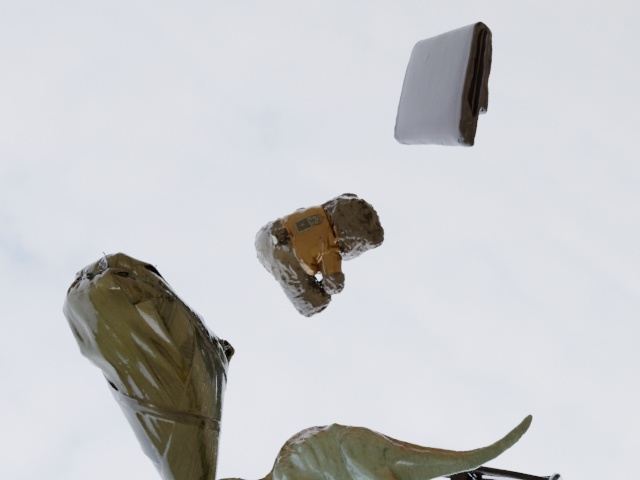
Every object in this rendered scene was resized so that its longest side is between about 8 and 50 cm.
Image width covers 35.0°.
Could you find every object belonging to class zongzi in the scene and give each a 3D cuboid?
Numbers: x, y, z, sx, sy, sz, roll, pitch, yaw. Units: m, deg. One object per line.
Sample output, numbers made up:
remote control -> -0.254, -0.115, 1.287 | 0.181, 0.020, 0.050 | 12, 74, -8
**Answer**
zongzi -> -0.201, 0.169, 1.168 | 0.251, 0.125, 0.274 | 50, -156, -37

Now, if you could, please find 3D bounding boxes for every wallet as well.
wallet -> 0.185, -0.231, 1.550 | 0.049, 0.181, 0.229 | 8, -179, -22

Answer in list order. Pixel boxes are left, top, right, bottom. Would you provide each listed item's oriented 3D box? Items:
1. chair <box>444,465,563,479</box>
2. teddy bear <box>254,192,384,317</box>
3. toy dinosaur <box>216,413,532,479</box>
chair -> 0.190, 0.369, 1.380 | 0.260, 0.154, 0.141 | 5, -108, 18
teddy bear -> 0.000, 0.000, 1.532 | 0.190, 0.140, 0.177 | -28, -133, -6
toy dinosaur -> 0.071, 0.275, 1.119 | 0.393, 0.092, 0.205 | -28, -112, -8
